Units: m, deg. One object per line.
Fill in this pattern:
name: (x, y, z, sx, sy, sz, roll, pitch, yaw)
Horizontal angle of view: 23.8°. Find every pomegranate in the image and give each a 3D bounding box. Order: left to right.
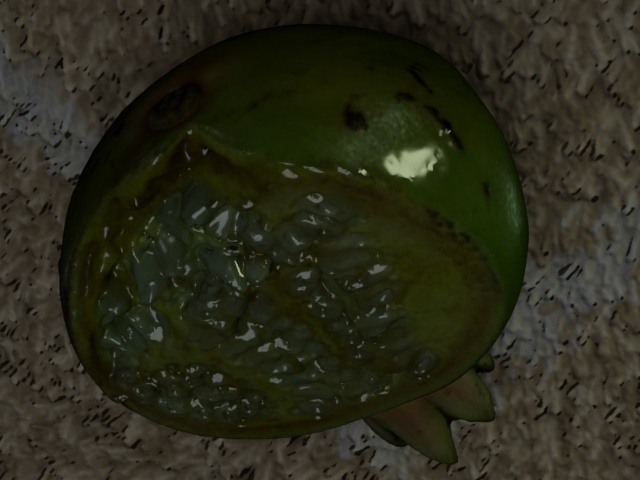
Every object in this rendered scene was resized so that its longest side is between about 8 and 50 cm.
pomegranate: (0.000, 0.000, 1.032, 0.310, 0.216, 0.358, -26, 135, 21)
